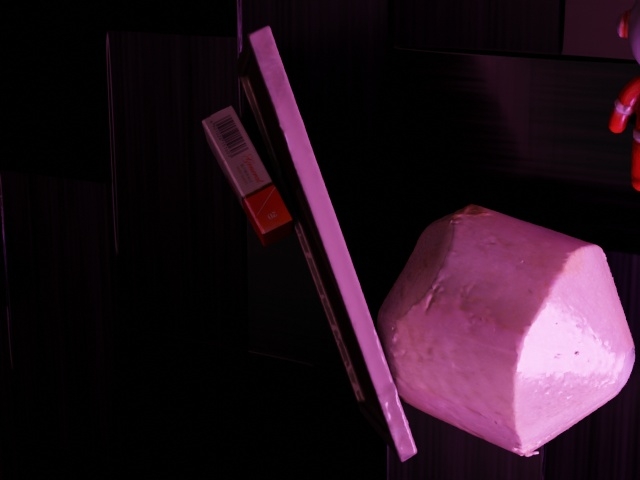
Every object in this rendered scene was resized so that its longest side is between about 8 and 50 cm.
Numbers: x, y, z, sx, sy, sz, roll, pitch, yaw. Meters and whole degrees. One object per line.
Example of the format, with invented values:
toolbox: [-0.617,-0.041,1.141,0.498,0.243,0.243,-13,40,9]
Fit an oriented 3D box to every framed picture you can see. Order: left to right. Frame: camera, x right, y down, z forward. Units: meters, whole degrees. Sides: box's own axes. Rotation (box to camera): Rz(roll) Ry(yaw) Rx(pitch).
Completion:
framed picture: [0.000,0.000,1.462,0.028,0.326,0.446,-20,94,-4]

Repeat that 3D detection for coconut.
coconut: [0.201,0.095,1.392,0.244,0.239,0.239,19,113,31]

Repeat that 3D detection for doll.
doll: [0.349,-0.162,1.327,0.142,0.076,0.245,6,110,29]

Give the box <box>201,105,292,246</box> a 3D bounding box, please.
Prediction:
box: [-0.084,-0.073,1.587,0.048,0.100,0.152,-30,83,-3]
